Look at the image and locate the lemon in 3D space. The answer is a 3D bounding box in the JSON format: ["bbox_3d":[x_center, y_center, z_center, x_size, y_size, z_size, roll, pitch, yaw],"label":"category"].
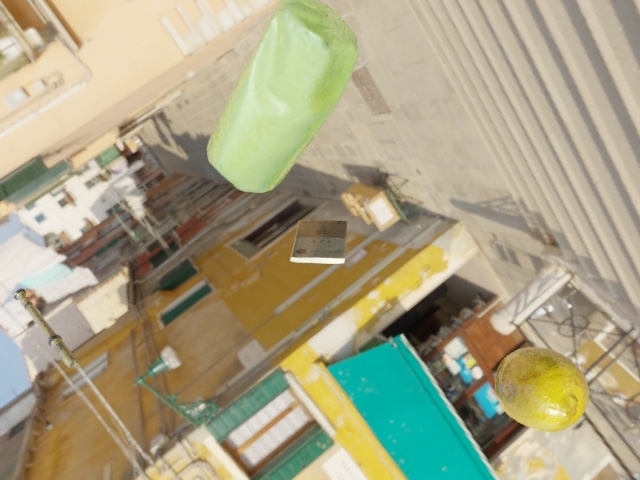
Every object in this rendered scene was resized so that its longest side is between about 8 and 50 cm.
[{"bbox_3d":[0.451,0.304,1.253,0.170,0.170,0.207,56,166,-15],"label":"lemon"}]

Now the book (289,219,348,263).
[{"bbox_3d":[0.000,0.000,1.593,0.199,0.138,0.016,-81,-9,-59],"label":"book"}]

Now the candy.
[{"bbox_3d":[-0.067,-0.214,0.970,0.343,0.132,0.142,-51,53,45],"label":"candy"}]

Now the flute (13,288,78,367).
[{"bbox_3d":[-0.513,0.162,1.140,0.233,0.027,0.027,37,162,33],"label":"flute"}]
